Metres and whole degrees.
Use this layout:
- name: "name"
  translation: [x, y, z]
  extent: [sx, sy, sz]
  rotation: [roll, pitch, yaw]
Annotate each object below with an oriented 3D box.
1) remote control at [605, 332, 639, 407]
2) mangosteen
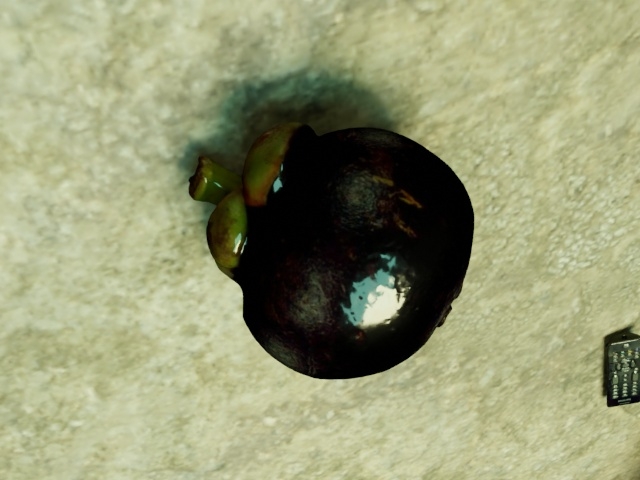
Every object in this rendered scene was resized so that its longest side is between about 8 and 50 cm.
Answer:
- name: "remote control"
  translation: [0.251, 0.107, 0.683]
  extent: [0.034, 0.016, 0.091]
  rotation: [-11, 134, 8]
- name: "mangosteen"
  translation: [0.000, 0.000, 0.424]
  extent: [0.151, 0.137, 0.137]
  rotation: [27, 121, 1]
